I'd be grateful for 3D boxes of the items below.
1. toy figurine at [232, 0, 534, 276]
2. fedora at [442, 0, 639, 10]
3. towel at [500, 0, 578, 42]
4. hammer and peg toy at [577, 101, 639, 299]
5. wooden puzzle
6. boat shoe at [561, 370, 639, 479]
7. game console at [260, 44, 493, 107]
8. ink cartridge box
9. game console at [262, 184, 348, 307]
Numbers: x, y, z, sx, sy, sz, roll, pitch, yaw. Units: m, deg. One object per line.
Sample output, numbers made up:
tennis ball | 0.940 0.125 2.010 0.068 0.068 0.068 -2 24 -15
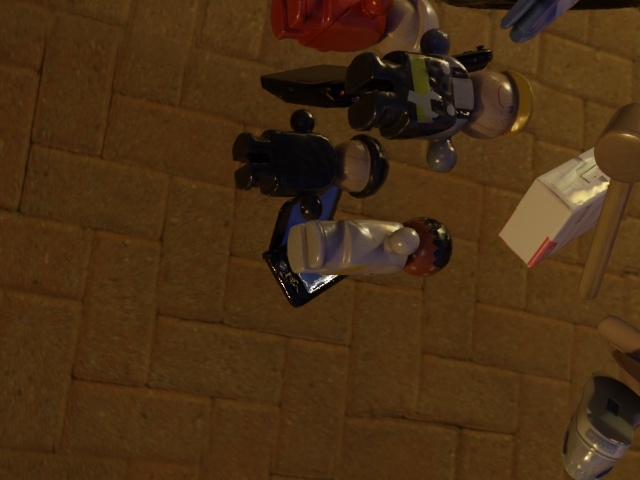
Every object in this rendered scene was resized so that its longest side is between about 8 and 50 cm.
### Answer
toy figurine | 0.042 -0.083 0.607 0.148 0.209 0.213 0 124 -31
fedora | 0.296 -0.368 0.946 0.334 0.334 0.153 -6 106 -21
towel | 0.295 -0.294 0.674 0.285 0.209 0.034 -39 85 -28
hammer and peg toy | 0.428 0.000 0.747 0.361 0.266 0.127 30 56 14
wooden puzzle | 0.465 0.200 0.953 0.044 0.221 0.239 -46 135 -7
boat shoe | 0.328 0.220 0.910 0.079 0.227 0.081 38 111 20
game console | 0.101 -0.265 1.212 0.361 0.213 0.044 -16 112 -26
ink cartridge box | 0.444 -0.066 1.378 0.217 0.159 0.092 -24 62 -34
game console | 0.000 0.000 0.867 0.122 0.071 0.107 -29 89 -47
